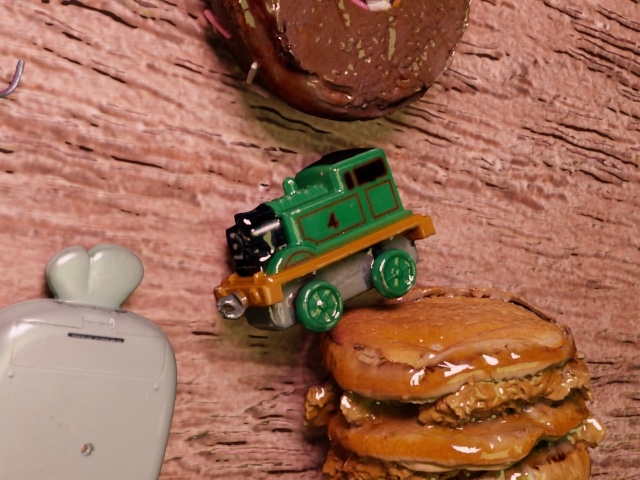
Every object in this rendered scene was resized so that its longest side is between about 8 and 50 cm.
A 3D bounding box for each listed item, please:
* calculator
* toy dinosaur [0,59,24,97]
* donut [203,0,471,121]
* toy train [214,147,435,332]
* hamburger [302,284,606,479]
[{"bbox_3d":[-0.198,0.146,0.924,0.184,0.042,0.295,10,92,-37],"label":"calculator"},{"bbox_3d":[-0.297,-0.106,0.812,0.197,0.045,0.080,-3,88,-32],"label":"toy dinosaur"},{"bbox_3d":[0.015,-0.228,0.990,0.270,0.103,0.269,-5,99,-38],"label":"donut"},{"bbox_3d":[0.000,0.000,1.024,0.228,0.091,0.136,-20,98,-31],"label":"toy train"},{"bbox_3d":[0.128,0.154,1.056,0.260,0.245,0.211,-16,103,-60],"label":"hamburger"}]
